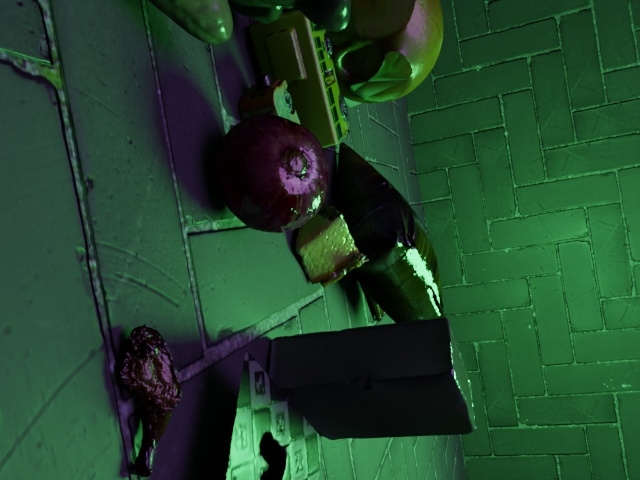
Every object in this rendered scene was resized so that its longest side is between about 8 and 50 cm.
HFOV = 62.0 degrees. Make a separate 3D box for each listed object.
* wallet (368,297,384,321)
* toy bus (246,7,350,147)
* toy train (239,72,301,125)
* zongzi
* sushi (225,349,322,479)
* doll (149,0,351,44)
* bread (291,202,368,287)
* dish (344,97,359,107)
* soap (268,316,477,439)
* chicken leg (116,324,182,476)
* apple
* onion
[{"bbox_3d":[0.142,0.097,1.517,0.137,0.031,0.255,-72,147,-47],"label":"wallet"},{"bbox_3d":[-0.037,-0.308,1.018,0.150,0.128,0.262,-60,138,-62],"label":"toy bus"},{"bbox_3d":[-0.078,-0.193,0.935,0.099,0.072,0.188,-67,145,-48],"label":"toy train"},{"bbox_3d":[0.169,-0.014,1.395,0.403,0.207,0.432,53,17,-41],"label":"zongzi"},{"bbox_3d":[-0.081,0.342,0.686,0.292,0.059,0.294,62,26,-46],"label":"sushi"},{"bbox_3d":[-0.136,-0.415,0.730,0.379,0.252,0.382,-53,137,-21],"label":"doll"},{"bbox_3d":[0.000,0.000,1.093,0.152,0.127,0.147,50,-10,51],"label":"bread"},{"bbox_3d":[0.122,-0.555,1.613,0.273,0.133,0.273,-10,90,-72],"label":"dish"},{"bbox_3d":[0.098,0.251,0.899,0.285,0.296,0.107,62,26,-49],"label":"soap"},{"bbox_3d":[-0.172,0.158,0.538,0.062,0.037,0.145,-11,91,-50],"label":"chicken leg"},{"bbox_3d":[0.113,-0.525,1.310,0.384,0.374,0.374,26,51,-32],"label":"apple"},{"bbox_3d":[-0.072,-0.099,0.790,0.177,0.153,0.177,-9,100,-58],"label":"onion"}]
